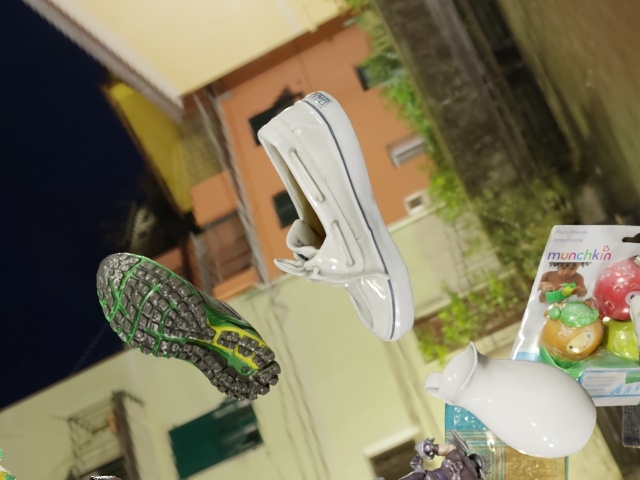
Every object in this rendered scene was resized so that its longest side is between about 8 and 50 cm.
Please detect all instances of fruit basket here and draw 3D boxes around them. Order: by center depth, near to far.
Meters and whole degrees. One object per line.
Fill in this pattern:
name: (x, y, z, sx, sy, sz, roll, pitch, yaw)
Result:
fruit basket: (0.506, 0.132, 1.873, 0.165, 0.326, 0.353, -110, 27, -50)

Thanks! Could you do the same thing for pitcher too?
pitcher: (0.258, 0.222, 1.495, 0.207, 0.126, 0.178, 24, 162, -13)

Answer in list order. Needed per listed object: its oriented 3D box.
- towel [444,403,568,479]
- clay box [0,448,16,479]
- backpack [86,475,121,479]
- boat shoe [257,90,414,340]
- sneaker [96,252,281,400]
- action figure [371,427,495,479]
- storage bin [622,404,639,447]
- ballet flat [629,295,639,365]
towel: (0.405, 0.472, 2.358, 0.040, 0.271, 0.370, 47, -136, -71)
clay box: (-0.626, 0.479, 1.949, 0.053, 0.222, 0.127, 35, 165, -28)
backpack: (-0.436, 0.579, 2.304, 0.151, 0.115, 0.182, 29, 175, 14)
boat shoe: (0.004, 0.001, 1.412, 0.136, 0.156, 0.367, 30, 145, 55)
sneaker: (-0.225, 0.134, 1.761, 0.343, 0.134, 0.146, 40, -176, -24)
action figure: (0.199, 0.448, 1.976, 0.185, 0.284, 0.099, 50, 145, 44)
storage bin: (0.673, 0.328, 2.191, 0.122, 0.084, 0.180, 5, -93, -57)
ballet flat: (0.615, 0.075, 1.746, 0.182, 0.483, 0.164, 25, 171, 45)
